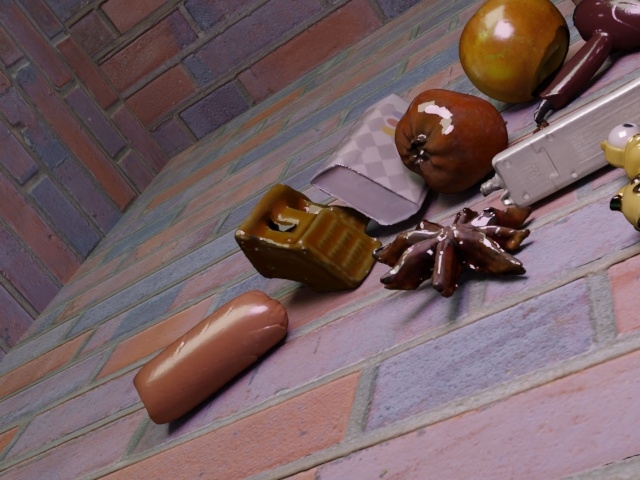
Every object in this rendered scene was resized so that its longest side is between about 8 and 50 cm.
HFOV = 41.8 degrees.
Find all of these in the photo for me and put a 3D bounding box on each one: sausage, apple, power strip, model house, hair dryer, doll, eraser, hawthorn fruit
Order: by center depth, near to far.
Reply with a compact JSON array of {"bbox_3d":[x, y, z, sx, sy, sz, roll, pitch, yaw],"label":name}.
[{"bbox_3d":[0.449,-0.091,1.139,0.117,0.086,0.291,3,30,12],"label":"doll"},{"bbox_3d":[0.407,-0.152,1.320,0.338,0.098,0.058,-29,5,21],"label":"power strip"},{"bbox_3d":[-0.194,0.204,1.515,0.304,0.121,0.121,-37,19,-6],"label":"sausage"},{"bbox_3d":[0.543,-0.338,1.585,0.340,0.123,0.312,-49,31,-4],"label":"hair dryer"},{"bbox_3d":[0.267,-0.198,1.586,0.251,0.199,0.199,-20,6,-36],"label":"hawthorn fruit"},{"bbox_3d":[0.004,-0.010,1.607,0.239,0.173,0.268,12,44,23],"label":"model house"},{"bbox_3d":[0.409,-0.400,1.745,0.237,0.207,0.237,-36,-18,-13],"label":"apple"},{"bbox_3d":[0.144,-0.180,1.746,0.082,0.213,0.397,-63,-4,35],"label":"eraser"}]

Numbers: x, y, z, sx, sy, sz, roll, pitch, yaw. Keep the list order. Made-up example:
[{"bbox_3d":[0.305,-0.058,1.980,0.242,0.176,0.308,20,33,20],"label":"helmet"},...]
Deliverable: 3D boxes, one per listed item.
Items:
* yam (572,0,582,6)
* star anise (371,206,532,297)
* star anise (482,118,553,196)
[{"bbox_3d":[0.603,-0.632,1.937,0.128,0.238,0.129,-38,11,16],"label":"yam"},{"bbox_3d":[0.215,0.012,1.304,0.288,0.088,0.288,-20,18,7],"label":"star anise"},{"bbox_3d":[0.357,-0.143,1.462,0.191,0.070,0.097,-35,-8,10],"label":"star anise"}]
